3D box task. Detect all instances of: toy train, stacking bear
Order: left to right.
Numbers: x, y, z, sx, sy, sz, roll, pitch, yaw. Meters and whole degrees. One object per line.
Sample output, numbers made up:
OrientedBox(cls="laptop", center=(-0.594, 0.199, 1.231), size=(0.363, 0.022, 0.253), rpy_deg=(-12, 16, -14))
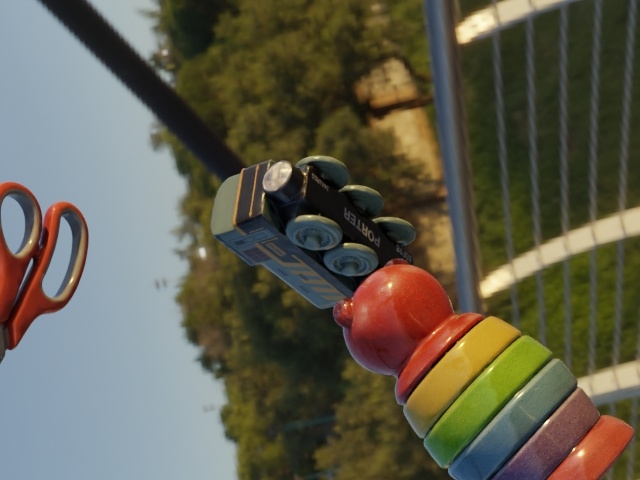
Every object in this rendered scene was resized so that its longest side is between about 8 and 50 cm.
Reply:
OrientedBox(cls="toy train", center=(0.000, 0.000, 1.668), size=(0.334, 0.190, 0.142), rpy_deg=(39, -133, -43))
OrientedBox(cls="stacking bear", center=(0.141, 0.141, 1.135), size=(0.289, 0.175, 0.164), rpy_deg=(43, 152, 14))

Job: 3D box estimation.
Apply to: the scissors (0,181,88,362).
OrientedBox(cls="scissors", center=(-0.249, 0.084, 0.932), size=(0.109, 0.021, 0.297), rpy_deg=(41, -134, -43))
